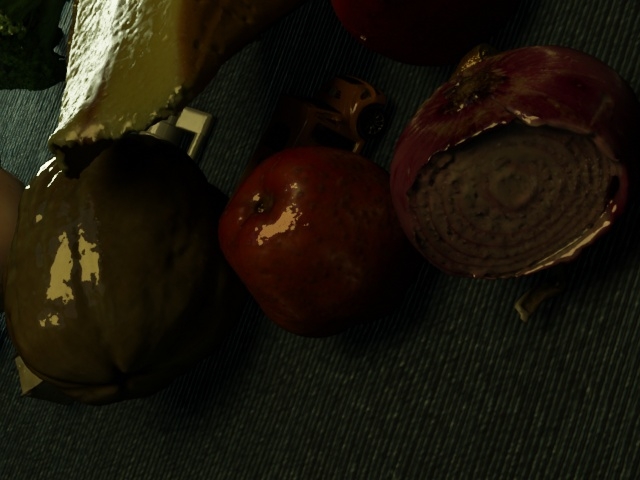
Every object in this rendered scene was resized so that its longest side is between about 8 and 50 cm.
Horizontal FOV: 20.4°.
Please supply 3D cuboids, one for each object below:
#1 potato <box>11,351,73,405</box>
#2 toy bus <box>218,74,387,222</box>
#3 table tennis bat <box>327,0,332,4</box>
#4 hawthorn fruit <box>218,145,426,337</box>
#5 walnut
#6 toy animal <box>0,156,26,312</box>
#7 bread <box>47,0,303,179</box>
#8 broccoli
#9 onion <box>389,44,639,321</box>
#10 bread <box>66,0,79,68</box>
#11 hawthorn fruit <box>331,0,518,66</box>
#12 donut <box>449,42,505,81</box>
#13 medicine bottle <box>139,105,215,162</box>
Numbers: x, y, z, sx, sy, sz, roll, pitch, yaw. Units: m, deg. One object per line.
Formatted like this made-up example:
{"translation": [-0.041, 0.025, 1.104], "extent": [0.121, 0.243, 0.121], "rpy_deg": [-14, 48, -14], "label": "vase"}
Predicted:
{"translation": [-0.274, 0.129, 1.952], "extent": [0.122, 0.086, 0.061], "rpy_deg": [-33, 59, 34], "label": "potato"}
{"translation": [-0.017, -0.078, 1.741], "extent": [0.083, 0.088, 0.194], "rpy_deg": [31, 95, 56], "label": "toy bus"}
{"translation": [0.034, -0.275, 1.870], "extent": [0.083, 0.007, 0.050], "rpy_deg": [-17, 54, 48], "label": "table tennis bat"}
{"translation": [0.000, 0.000, 1.599], "extent": [0.189, 0.189, 0.189], "rpy_deg": [-30, 47, 38], "label": "hawthorn fruit"}
{"translation": [-0.196, 0.030, 1.791], "extent": [0.282, 0.227, 0.283], "rpy_deg": [-5, 52, 6], "label": "walnut"}
{"translation": [-0.433, 0.035, 2.134], "extent": [0.210, 0.229, 0.221], "rpy_deg": [51, 156, 24], "label": "toy animal"}
{"translation": [-0.110, -0.183, 1.751], "extent": [0.233, 0.245, 0.362], "rpy_deg": [-30, 41, 42], "label": "bread"}
{"translation": [-0.391, -0.311, 2.254], "extent": [0.270, 0.270, 0.270], "rpy_deg": [-29, 44, 11], "label": "broccoli"}
{"translation": [0.160, -0.072, 1.446], "extent": [0.207, 0.200, 0.201], "rpy_deg": [-54, 34, 36], "label": "onion"}
{"translation": [-0.192, -0.298, 2.092], "extent": [0.234, 0.110, 0.184], "rpy_deg": [-25, 53, 44], "label": "bread"}
{"translation": [0.087, -0.248, 1.631], "extent": [0.169, 0.188, 0.169], "rpy_deg": [-17, 63, 36], "label": "hawthorn fruit"}
{"translation": [0.142, -0.138, 1.621], "extent": [0.083, 0.038, 0.067], "rpy_deg": [-57, 33, 12], "label": "donut"}
{"translation": [-0.193, -0.051, 1.984], "extent": [0.092, 0.061, 0.221], "rpy_deg": [20, 85, 30], "label": "medicine bottle"}
